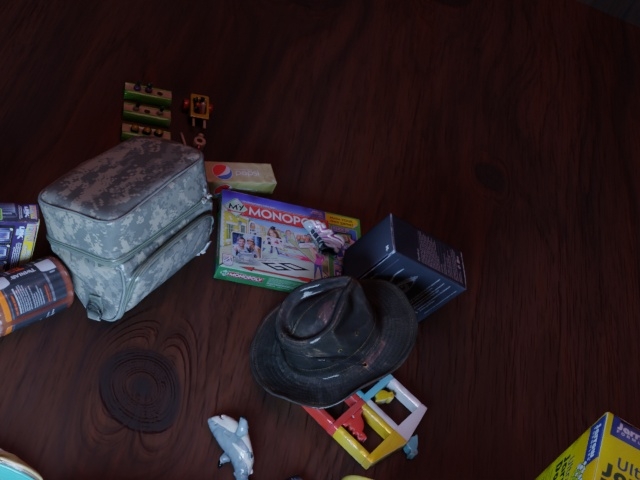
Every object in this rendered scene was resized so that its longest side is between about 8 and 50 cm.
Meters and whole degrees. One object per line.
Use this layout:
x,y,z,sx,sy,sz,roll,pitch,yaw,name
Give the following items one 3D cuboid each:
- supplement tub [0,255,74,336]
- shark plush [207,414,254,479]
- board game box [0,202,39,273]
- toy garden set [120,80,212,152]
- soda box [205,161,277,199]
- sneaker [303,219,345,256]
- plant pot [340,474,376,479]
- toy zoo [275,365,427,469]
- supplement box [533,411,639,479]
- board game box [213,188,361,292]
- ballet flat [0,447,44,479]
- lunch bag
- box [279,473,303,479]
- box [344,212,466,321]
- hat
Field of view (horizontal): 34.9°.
-0.542,0.105,1.794,0.198,0.106,0.106,-25,65,-39,supplement tub
-0.152,0.385,1.795,0.067,0.073,0.161,-10,76,-9,shark plush
-0.586,0.003,1.817,0.141,0.170,0.048,1,49,-26,board game box
-0.336,-0.257,2.252,0.203,0.049,0.244,9,48,-18,toy garden set
-0.191,-0.129,2.204,0.181,0.058,0.061,0,51,-25,soda box
0.000,0.000,2.130,0.098,0.038,0.069,28,44,0,sneaker
0.080,0.542,1.616,0.254,0.254,0.239,34,65,6,plant pot
0.076,0.311,1.962,0.293,0.030,0.192,43,47,14,toy zoo
0.471,0.496,1.759,0.194,0.356,0.195,29,45,1,supplement box
-0.064,0.014,2.147,0.317,0.046,0.213,12,48,-16,board game box
-0.546,0.347,1.603,0.232,0.080,0.073,15,31,-15,ballet flat
-0.344,-0.022,1.907,0.212,0.256,0.305,18,40,27,lunch bag
-0.059,0.458,1.692,0.114,0.036,0.207,48,17,20,box
0.174,0.060,2.108,0.207,0.153,0.108,28,41,-30,box
0.010,0.147,1.904,0.331,0.134,0.331,-10,41,9,hat
